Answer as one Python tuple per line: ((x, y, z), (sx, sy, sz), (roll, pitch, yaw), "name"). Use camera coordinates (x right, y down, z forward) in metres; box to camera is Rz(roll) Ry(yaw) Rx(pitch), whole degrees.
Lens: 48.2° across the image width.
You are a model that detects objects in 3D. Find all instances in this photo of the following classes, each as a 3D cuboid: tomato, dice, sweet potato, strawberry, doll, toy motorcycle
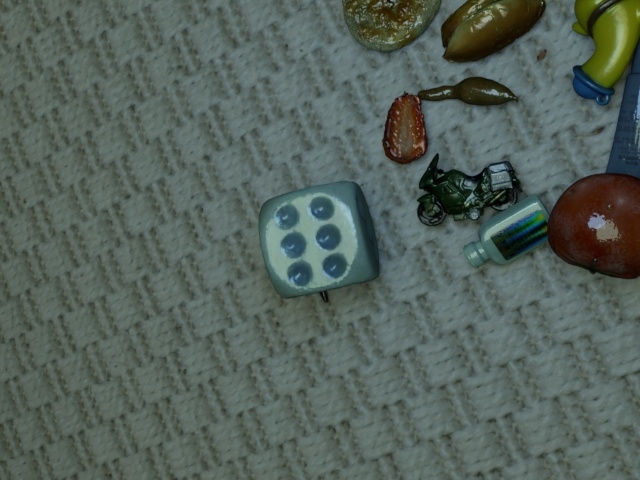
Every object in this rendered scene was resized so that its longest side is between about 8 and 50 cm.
((0.672, -0.038, 1.661), (0.265, 0.265, 0.264), (1, 93, 19), "tomato")
((0.000, 0.000, 1.881), (0.265, 0.262, 0.268), (-12, 86, 12), "dice")
((0.383, -0.386, 1.847), (0.269, 0.075, 0.074), (8, 95, 29), "sweet potato")
((0.228, -0.294, 1.905), (0.121, 0.082, 0.188), (8, 86, -1), "strawberry")
((0.682, -0.503, 1.691), (0.199, 0.145, 0.363), (11, 101, 54), "doll")
((0.371, -0.145, 1.839), (0.275, 0.125, 0.187), (-11, 99, 17), "toy motorcycle")

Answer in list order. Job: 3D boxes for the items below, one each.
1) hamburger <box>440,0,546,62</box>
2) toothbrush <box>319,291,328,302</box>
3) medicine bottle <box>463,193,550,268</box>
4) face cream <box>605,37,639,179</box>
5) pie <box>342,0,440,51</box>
((0.418, -0.547, 1.779), (0.283, 0.156, 0.144), (-32, 83, 16), "hamburger")
((-0.040, 0.028, 2.036), (0.031, 0.023, 0.321), (-21, 86, 22), "toothbrush")
((0.476, -0.011, 1.816), (0.229, 0.083, 0.121), (-32, 112, 17), "medicine bottle")
((0.765, -0.291, 1.713), (0.136, 0.086, 0.385), (10, 100, 29), "face cream")
((0.187, -0.638, 1.908), (0.274, 0.055, 0.274), (-1, 88, 16), "pie")
